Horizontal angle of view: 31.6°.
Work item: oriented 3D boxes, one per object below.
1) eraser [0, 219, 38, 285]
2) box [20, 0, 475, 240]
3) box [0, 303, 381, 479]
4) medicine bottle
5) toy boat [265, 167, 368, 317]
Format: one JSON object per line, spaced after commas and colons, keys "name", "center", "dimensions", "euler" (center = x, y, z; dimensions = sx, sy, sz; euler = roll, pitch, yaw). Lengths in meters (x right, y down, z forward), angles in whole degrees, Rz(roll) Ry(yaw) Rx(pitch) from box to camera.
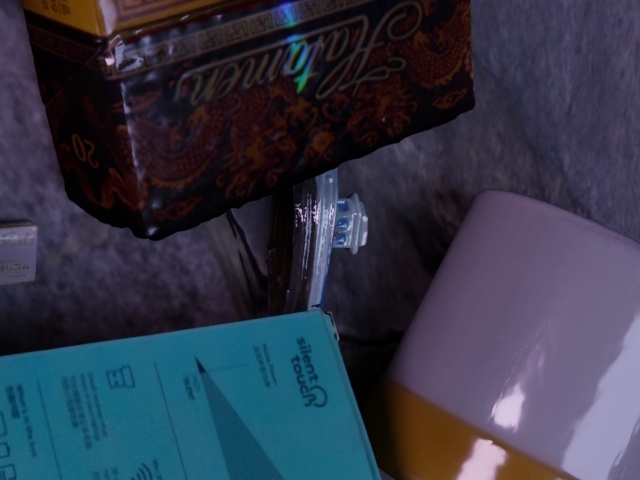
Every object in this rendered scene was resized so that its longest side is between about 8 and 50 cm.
{"name": "eraser", "center": [-0.209, 0.009, 0.668], "dimensions": [0.083, 0.019, 0.038], "euler": [-6, 112, -38]}
{"name": "box", "center": [-0.050, -0.232, 0.636], "dimensions": [0.264, 0.115, 0.416], "euler": [-24, 121, -32]}
{"name": "box", "center": [-0.114, 0.168, 0.684], "dimensions": [0.311, 0.118, 0.205], "euler": [-7, 74, -37]}
{"name": "medicine bottle", "center": [0.177, 0.110, 0.880], "dimensions": [0.238, 0.238, 0.232], "euler": [31, 86, -42]}
{"name": "toy boat", "center": [0.000, 0.000, 0.807], "dimensions": [0.066, 0.059, 0.140], "euler": [-3, 108, -25]}
